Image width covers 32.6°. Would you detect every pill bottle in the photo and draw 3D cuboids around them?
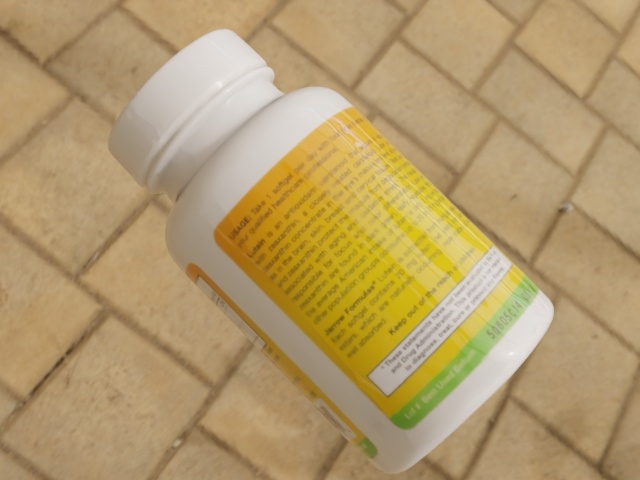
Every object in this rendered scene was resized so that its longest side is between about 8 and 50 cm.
[{"bbox_3d":[0.000,0.000,0.622,0.245,0.136,0.136,45,53,4],"label":"pill bottle"}]
